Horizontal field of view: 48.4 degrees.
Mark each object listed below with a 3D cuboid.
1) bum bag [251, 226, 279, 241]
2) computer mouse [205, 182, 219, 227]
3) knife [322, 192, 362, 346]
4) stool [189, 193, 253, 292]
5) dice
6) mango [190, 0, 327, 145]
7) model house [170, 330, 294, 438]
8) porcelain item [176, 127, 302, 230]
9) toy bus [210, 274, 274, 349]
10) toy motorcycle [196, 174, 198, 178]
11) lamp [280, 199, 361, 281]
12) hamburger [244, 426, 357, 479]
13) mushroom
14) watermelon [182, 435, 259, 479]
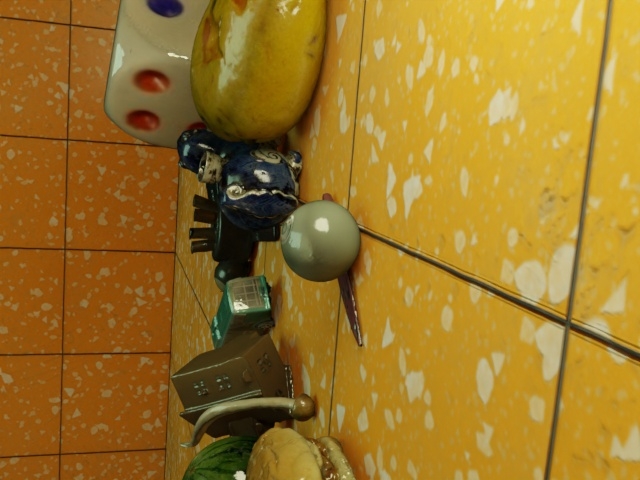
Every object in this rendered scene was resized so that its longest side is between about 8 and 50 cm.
[{"bbox_3d":[-0.106,-0.050,1.417,0.159,0.026,0.109,-178,90,-68],"label":"bum bag"},{"bbox_3d":[-0.234,-0.109,1.755,0.122,0.073,0.217,180,83,-67],"label":"computer mouse"},{"bbox_3d":[0.027,0.035,0.962,0.035,0.018,0.247,118,149,-50],"label":"knife"},{"bbox_3d":[-0.216,-0.009,1.574,0.153,0.139,0.228,127,145,-65],"label":"stool"},{"bbox_3d":[-0.310,-0.402,1.593,0.277,0.304,0.304,121,152,-46],"label":"dice"},{"bbox_3d":[-0.086,-0.314,1.118,0.365,0.182,0.253,-62,38,34],"label":"mango"},{"bbox_3d":[-0.115,0.300,1.248,0.176,0.180,0.248,-34,-77,-62],"label":"model house"},{"bbox_3d":[-0.146,-0.128,1.255,0.288,0.186,0.138,-118,39,-53],"label":"porcelain item"},{"bbox_3d":[-0.153,0.156,1.409,0.262,0.109,0.091,116,145,-56],"label":"toy bus"},{"bbox_3d":[-0.267,-0.253,1.820,0.204,0.108,0.239,-118,34,-59],"label":"toy motorcycle"},{"bbox_3d":[0.000,0.000,0.907,0.105,0.105,0.105,-178,90,-73],"label":"lamp"},{"bbox_3d":[-0.025,0.383,0.887,0.283,0.144,0.260,-136,49,-65],"label":"hamburger"},{"bbox_3d":[-0.138,0.288,1.148,0.306,0.043,0.068,-21,93,31],"label":"mushroom"},{"bbox_3d":[-0.113,0.405,1.109,0.188,0.214,0.188,-46,22,25],"label":"watermelon"}]
